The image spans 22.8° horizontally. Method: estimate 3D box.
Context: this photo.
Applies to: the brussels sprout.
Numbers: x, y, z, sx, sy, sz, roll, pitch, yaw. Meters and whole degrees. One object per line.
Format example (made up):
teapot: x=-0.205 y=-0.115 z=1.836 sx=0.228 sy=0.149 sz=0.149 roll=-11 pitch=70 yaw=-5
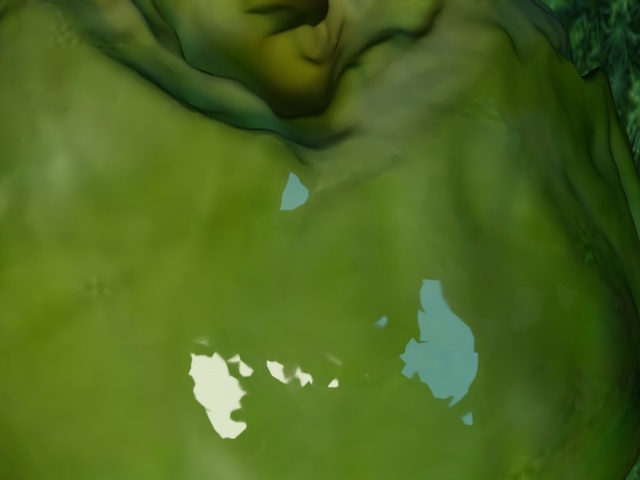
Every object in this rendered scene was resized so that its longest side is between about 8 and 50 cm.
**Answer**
brussels sprout: x=0.000 y=0.000 z=0.610 sx=0.344 sy=0.268 sz=0.344 roll=-3 pitch=93 yaw=-56
